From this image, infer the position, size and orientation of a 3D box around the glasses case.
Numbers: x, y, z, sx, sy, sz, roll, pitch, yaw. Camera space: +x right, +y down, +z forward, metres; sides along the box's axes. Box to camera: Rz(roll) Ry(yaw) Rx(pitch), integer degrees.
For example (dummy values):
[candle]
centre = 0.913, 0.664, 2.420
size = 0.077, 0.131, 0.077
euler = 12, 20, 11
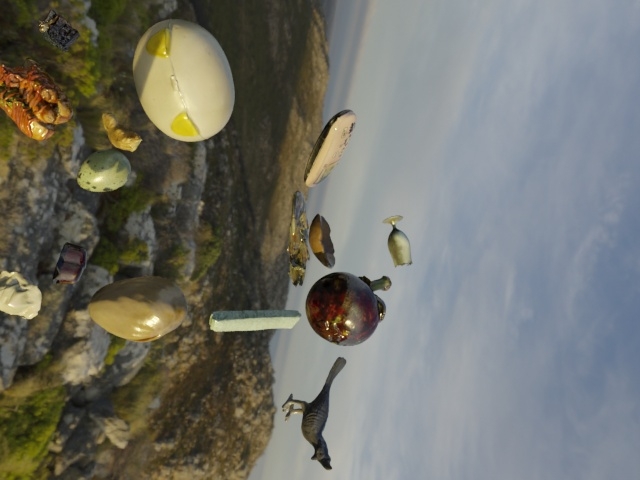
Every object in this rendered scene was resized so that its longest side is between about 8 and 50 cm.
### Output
[glasses case]
centre = 0.029, -0.297, 1.587
size = 0.122, 0.075, 0.314
euler = -31, 160, -40

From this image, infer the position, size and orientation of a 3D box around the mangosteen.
[mangosteen]
centre = 0.094, 0.186, 1.461
size = 0.289, 0.231, 0.232
euler = -33, 151, -37

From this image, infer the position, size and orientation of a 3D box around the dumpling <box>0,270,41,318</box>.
[dumpling]
centre = -0.963, 0.164, 1.521
size = 0.127, 0.187, 0.108
euler = -60, 172, 20

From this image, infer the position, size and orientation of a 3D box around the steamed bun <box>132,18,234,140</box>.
[steamed bun]
centre = -0.435, -0.508, 1.552
size = 0.334, 0.333, 0.374
euler = -82, 158, -69

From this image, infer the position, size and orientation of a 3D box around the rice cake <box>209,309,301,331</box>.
[rice cake]
centre = -0.115, 0.144, 0.873
size = 0.029, 0.170, 0.033
euler = 58, -42, 49

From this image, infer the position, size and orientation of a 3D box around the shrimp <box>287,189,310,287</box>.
[shrimp]
centre = -0.084, -0.009, 1.750
size = 0.247, 0.085, 0.361
euler = 74, 18, -76

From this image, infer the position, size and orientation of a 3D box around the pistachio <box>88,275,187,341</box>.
[pistachio]
centre = -0.517, 0.186, 1.373
size = 0.166, 0.287, 0.198
euler = 70, 31, -63

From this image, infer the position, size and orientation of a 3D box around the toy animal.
[toy animal]
centre = -0.029, 0.570, 1.618
size = 0.081, 0.205, 0.367
euler = 60, 32, -45

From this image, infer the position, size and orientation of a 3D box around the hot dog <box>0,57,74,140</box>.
[hot dog]
centre = -0.795, -0.396, 1.305
size = 0.158, 0.349, 0.117
euler = -42, 146, -9

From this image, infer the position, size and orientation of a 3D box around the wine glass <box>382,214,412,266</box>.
[wine glass]
centre = 0.340, 0.006, 2.130
size = 0.103, 0.103, 0.222
euler = 107, -27, -72

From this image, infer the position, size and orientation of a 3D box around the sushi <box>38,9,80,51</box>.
[sushi]
centre = -0.818, -0.650, 1.509
size = 0.084, 0.094, 0.098
euler = -56, -164, -9

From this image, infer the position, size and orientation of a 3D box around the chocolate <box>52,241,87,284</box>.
[chocolate]
centre = -0.843, 0.093, 1.644
size = 0.125, 0.080, 0.149
euler = 131, -31, -63

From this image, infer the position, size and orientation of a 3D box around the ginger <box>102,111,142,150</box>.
[ginger]
centre = -0.699, -0.360, 1.691
size = 0.081, 0.205, 0.115
euler = -18, 143, -44

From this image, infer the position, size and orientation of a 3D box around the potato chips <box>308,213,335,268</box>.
[potato chips]
centre = -0.001, 0.001, 1.575
size = 0.208, 0.061, 0.195
euler = -95, 167, -48

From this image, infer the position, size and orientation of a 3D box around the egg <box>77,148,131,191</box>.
[egg]
centre = -0.936, -0.297, 2.083
size = 0.228, 0.177, 0.177
euler = -34, 163, -21
